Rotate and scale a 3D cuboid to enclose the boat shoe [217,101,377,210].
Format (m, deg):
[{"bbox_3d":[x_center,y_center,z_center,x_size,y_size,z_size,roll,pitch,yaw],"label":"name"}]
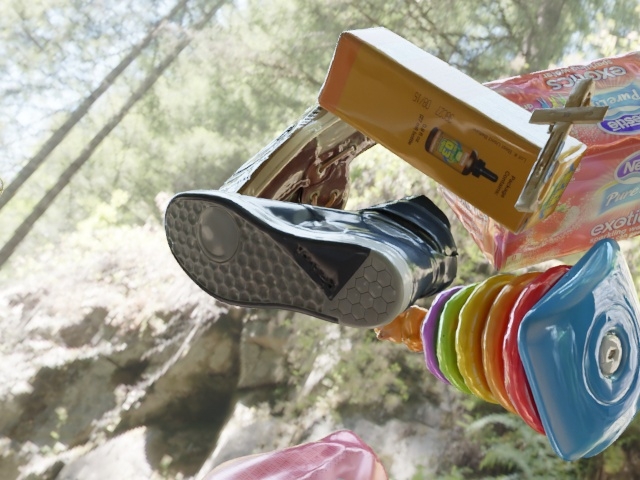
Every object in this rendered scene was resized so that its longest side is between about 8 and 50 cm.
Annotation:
[{"bbox_3d":[-0.011,-0.079,1.091,0.123,0.342,0.123,50,-35,-11],"label":"boat shoe"}]

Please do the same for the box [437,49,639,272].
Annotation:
[{"bbox_3d":[0.296,-0.093,0.963,0.299,0.154,0.142,-14,-44,-15],"label":"box"}]

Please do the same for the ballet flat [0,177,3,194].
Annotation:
[{"bbox_3d":[-0.332,-0.070,0.611,0.232,0.080,0.073,11,-54,9],"label":"ballet flat"}]

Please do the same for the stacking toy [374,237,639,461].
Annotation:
[{"bbox_3d":[0.164,0.099,0.911,0.301,0.175,0.166,2,-58,48],"label":"stacking toy"}]

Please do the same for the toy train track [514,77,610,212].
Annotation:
[{"bbox_3d":[0.126,-0.049,0.471,0.014,0.083,0.048,40,-19,-33],"label":"toy train track"}]

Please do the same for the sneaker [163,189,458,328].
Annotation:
[{"bbox_3d":[0.000,0.002,0.721,0.226,0.163,0.086,17,-69,28],"label":"sneaker"}]

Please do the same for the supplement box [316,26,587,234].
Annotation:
[{"bbox_3d":[0.112,-0.104,0.794,0.233,0.080,0.078,38,-56,24],"label":"supplement box"}]

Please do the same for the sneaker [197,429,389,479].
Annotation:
[{"bbox_3d":[-0.071,0.209,0.545,0.314,0.136,0.116,-32,-73,35],"label":"sneaker"}]
